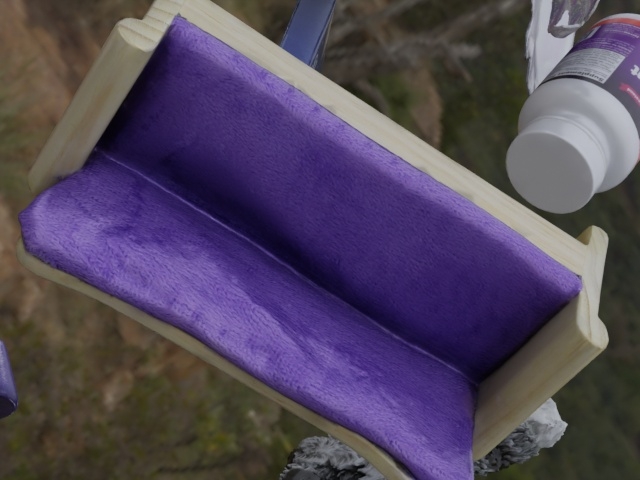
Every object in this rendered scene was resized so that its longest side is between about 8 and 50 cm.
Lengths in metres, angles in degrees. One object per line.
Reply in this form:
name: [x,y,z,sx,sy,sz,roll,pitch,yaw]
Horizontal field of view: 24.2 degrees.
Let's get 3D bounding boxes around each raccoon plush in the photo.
raccoon plush: [0.134,0.411,1.991,0.216,0.446,0.299,-95,173,-59]

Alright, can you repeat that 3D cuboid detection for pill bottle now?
pill bottle: [0.236,-0.107,1.284,0.108,0.108,0.193,53,48,-11]

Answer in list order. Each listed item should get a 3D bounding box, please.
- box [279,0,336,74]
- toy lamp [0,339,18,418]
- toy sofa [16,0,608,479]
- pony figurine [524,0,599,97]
box: [-0.029,-0.133,1.339,0.136,0.036,0.225,105,4,-61]
toy lamp: [-0.316,0.215,1.348,0.080,0.080,0.274,37,40,-47]
toy sofa: [0.000,0.000,0.961,0.362,0.150,0.177,33,38,-9]
pony figurine: [0.184,-0.306,1.321,0.363,0.351,0.303,20,-16,4]
